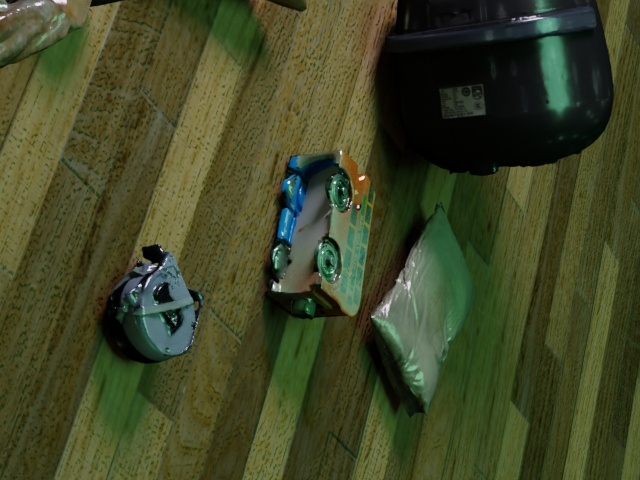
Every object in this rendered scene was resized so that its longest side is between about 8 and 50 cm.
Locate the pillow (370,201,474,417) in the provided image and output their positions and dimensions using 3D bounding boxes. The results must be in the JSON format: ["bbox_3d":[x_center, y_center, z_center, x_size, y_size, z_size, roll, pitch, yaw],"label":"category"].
[{"bbox_3d":[0.123,0.080,1.981,0.229,0.050,0.148,-60,138,-48],"label":"pillow"}]

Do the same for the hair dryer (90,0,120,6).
[{"bbox_3d":[-0.256,-0.230,1.417,0.248,0.071,0.114,-32,114,-46],"label":"hair dryer"}]

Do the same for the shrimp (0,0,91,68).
[{"bbox_3d":[-0.251,-0.185,1.313,0.168,0.077,0.317,8,60,-24],"label":"shrimp"}]

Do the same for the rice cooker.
[{"bbox_3d":[0.211,-0.197,1.984,0.267,0.267,0.224,-18,104,-58],"label":"rice cooker"}]

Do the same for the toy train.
[{"bbox_3d":[0.000,0.000,1.774,0.099,0.072,0.188,44,49,-54],"label":"toy train"}]

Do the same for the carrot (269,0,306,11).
[{"bbox_3d":[-0.080,-0.307,1.671,0.263,0.102,0.102,46,48,-47],"label":"carrot"}]

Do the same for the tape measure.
[{"bbox_3d":[-0.150,0.065,1.534,0.091,0.054,0.094,56,39,-28],"label":"tape measure"}]
